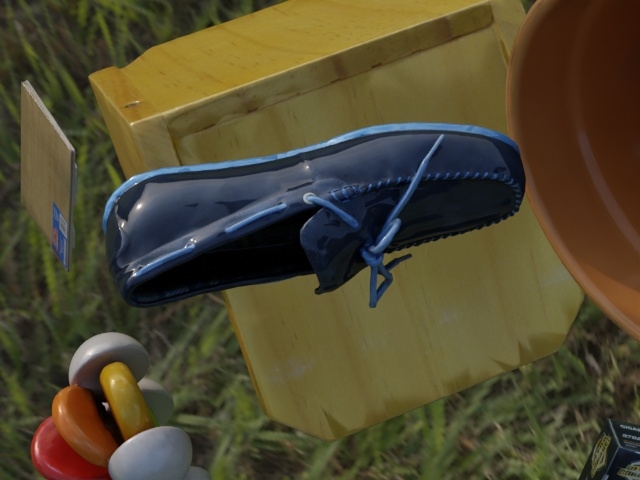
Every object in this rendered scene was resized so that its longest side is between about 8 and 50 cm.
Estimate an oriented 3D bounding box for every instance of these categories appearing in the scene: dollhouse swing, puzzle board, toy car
[{"bbox_3d":[0.023,-0.041,1.466,0.347,0.315,0.305,-21,111,-10],"label":"dollhouse swing"},{"bbox_3d":[-0.217,-0.051,1.308,0.011,0.128,0.096,-18,48,-27],"label":"puzzle board"},{"bbox_3d":[-0.187,0.188,1.464,0.136,0.182,0.159,-27,54,-6],"label":"toy car"}]

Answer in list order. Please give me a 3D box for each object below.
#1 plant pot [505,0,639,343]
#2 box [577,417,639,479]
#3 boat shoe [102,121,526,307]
[{"bbox_3d":[0.293,-0.077,1.054,0.203,0.291,0.291,-30,67,-30],"label":"plant pot"},{"bbox_3d":[0.344,0.272,1.546,0.220,0.051,0.175,13,117,-10],"label":"box"},{"bbox_3d":[0.000,0.000,0.993,0.258,0.109,0.089,-13,50,8],"label":"boat shoe"}]
